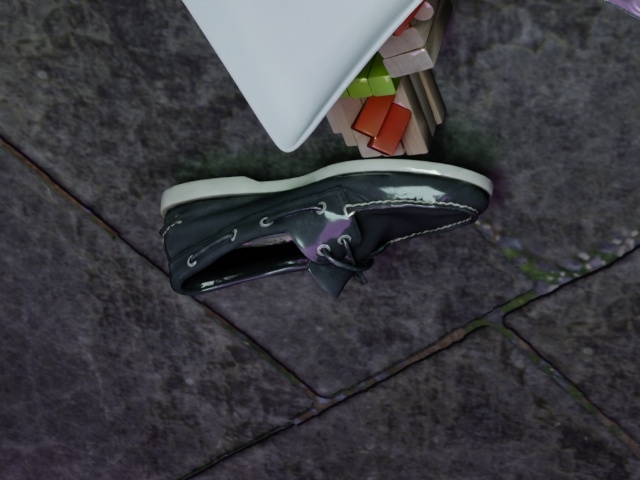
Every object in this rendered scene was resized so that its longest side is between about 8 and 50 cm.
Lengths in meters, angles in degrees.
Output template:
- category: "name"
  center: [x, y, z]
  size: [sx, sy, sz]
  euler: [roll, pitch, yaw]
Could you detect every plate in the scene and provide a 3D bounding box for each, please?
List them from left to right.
- category: "plate"
  center: [-0.019, -0.254, 1.306]
  size: [0.278, 0.045, 0.277]
  euler: [57, 135, 15]

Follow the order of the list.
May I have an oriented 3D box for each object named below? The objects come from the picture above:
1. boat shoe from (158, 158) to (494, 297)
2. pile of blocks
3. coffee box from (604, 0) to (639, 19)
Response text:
- category: "boat shoe"
  center: [-0.002, -0.001, 1.554]
  size: [0.340, 0.113, 0.127]
  euler: [-3, 160, 23]
- category: "pile of blocks"
  center: [0.040, -0.195, 1.376]
  size: [0.149, 0.112, 0.362]
  euler: [13, 135, 6]
- category: "coffee box"
  center: [0.300, -0.236, 1.243]
  size: [0.113, 0.040, 0.184]
  euler: [28, 108, -6]
